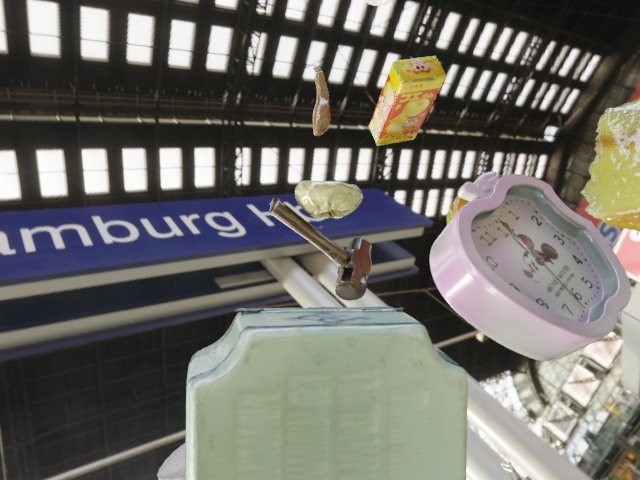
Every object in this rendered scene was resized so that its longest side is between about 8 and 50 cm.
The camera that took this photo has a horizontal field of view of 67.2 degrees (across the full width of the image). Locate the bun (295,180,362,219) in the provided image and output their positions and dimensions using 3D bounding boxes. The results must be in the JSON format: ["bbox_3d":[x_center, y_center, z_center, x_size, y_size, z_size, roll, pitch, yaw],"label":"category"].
[{"bbox_3d":[0.025,-0.127,1.563,0.222,0.222,0.127,3,-85,-39],"label":"bun"}]

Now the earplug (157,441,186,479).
[{"bbox_3d":[-0.146,0.503,0.886,0.172,0.172,0.301,-30,-86,-20],"label":"earplug"}]

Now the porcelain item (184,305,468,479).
[{"bbox_3d":[0.001,0.212,0.512,0.281,0.157,0.285,-1,-90,-10],"label":"porcelain item"}]

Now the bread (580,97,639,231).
[{"bbox_3d":[0.558,-0.080,0.597,0.245,0.362,0.233,37,-114,-33],"label":"bread"}]

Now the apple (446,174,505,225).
[{"bbox_3d":[0.453,-0.048,1.285,0.226,0.246,0.246,-21,-45,10],"label":"apple"}]

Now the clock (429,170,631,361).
[{"bbox_3d":[0.349,0.033,0.828,0.338,0.338,0.102,-13,-29,-32],"label":"clock"}]

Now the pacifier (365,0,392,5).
[{"bbox_3d":[0.107,-0.598,0.938,0.207,0.279,0.227,12,-56,-33],"label":"pacifier"}]

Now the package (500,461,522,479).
[{"bbox_3d":[0.517,0.631,1.262,0.015,0.110,0.037,-29,-9,-33],"label":"package"}]

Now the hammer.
[{"bbox_3d":[0.000,0.000,1.590,0.409,0.242,0.095,39,-52,-12],"label":"hammer"}]

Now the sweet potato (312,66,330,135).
[{"bbox_3d":[0.002,-0.380,1.312,0.050,0.050,0.214,20,-117,-44],"label":"sweet potato"}]

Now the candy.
[{"bbox_3d":[0.250,-0.407,1.432,0.146,0.088,0.276,-13,-23,-14],"label":"candy"}]
